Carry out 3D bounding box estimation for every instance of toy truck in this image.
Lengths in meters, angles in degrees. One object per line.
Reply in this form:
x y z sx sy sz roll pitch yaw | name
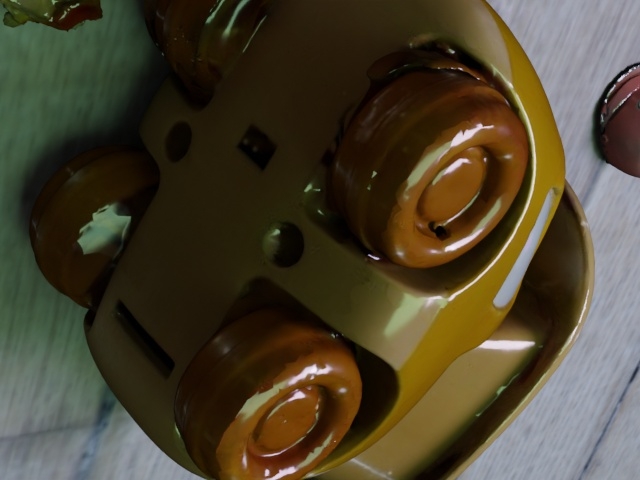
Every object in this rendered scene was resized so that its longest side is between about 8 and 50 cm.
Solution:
0.000 0.000 0.676 0.212 0.204 0.288 16 111 -50 | toy truck

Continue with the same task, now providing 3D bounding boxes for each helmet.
0.223 -0.073 0.930 0.065 0.049 0.084 -37 140 -9 | helmet

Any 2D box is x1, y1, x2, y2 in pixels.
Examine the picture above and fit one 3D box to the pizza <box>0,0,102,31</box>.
-0.118 -0.154 0.554 0.188 0.062 0.199 -31 140 -14 | pizza
